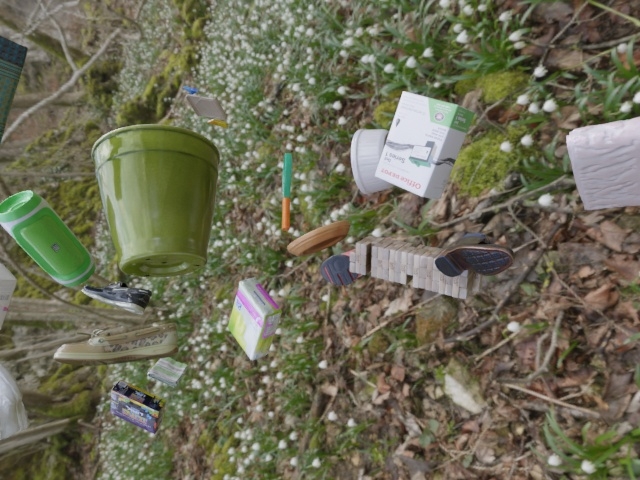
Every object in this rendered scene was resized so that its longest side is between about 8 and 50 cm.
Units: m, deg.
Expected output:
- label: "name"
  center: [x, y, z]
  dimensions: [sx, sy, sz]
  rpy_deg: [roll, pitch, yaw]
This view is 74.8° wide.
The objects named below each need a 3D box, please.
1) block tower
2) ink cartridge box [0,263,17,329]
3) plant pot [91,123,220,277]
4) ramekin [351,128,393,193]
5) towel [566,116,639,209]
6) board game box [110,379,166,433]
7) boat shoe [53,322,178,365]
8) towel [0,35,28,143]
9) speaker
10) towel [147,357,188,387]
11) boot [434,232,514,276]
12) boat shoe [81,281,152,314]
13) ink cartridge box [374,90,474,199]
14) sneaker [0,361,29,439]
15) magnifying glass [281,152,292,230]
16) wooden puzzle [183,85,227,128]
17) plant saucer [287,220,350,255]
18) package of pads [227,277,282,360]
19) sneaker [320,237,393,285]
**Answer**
- label: "block tower"
  center: [0.242, 0.063, 1.095]
  dimensions: [0.335, 0.097, 0.091]
  rpy_deg: [10, 111, 31]
- label: "ink cartridge box"
  center: [-0.740, 0.129, 0.900]
  dimensions: [0.090, 0.092, 0.143]
  rpy_deg: [28, 97, 30]
- label: "plant pot"
  center: [-0.466, -0.087, 1.235]
  dimensions: [0.366, 0.366, 0.353]
  rpy_deg: [112, 149, -69]
- label: "ramekin"
  center: [0.232, -0.325, 1.703]
  dimensions: [0.273, 0.127, 0.273]
  rpy_deg: [9, -100, -61]
- label: "towel"
  center: [0.614, -0.137, 0.695]
  dimensions: [0.317, 0.331, 0.054]
  rpy_deg: [24, -114, -52]
- label: "board game box"
  center: [-0.598, 0.545, 1.371]
  dimensions: [0.048, 0.170, 0.141]
  rpy_deg: [-62, -5, -57]
- label: "boat shoe"
  center: [-0.516, 0.266, 1.076]
  dimensions: [0.104, 0.285, 0.089]
  rpy_deg: [-36, 57, 54]
- label: "towel"
  center: [-0.873, -0.330, 0.953]
  dimensions: [0.040, 0.271, 0.370]
  rpy_deg: [18, 90, 44]
- label: "speaker"
  center: [-0.802, 0.002, 1.241]
  dimensions: [0.131, 0.131, 0.297]
  rpy_deg: [-120, 9, -49]
- label: "towel"
  center: [-0.565, 0.483, 1.564]
  dimensions: [0.023, 0.113, 0.152]
  rpy_deg: [-63, 5, 9]
- label: "boot"
  center: [0.340, 0.015, 0.889]
  dimensions: [0.082, 0.106, 0.219]
  rpy_deg: [50, 160, -8]
- label: "boat shoe"
  center: [-0.642, 0.170, 1.322]
  dimensions: [0.084, 0.233, 0.079]
  rpy_deg: [71, -148, -61]
- label: "ink cartridge box"
  center: [0.247, -0.229, 1.021]
  dimensions: [0.160, 0.092, 0.220]
  rpy_deg: [31, 113, 38]
- label: "sneaker"
  center: [-0.760, 0.380, 0.978]
  dimensions: [0.080, 0.094, 0.212]
  rpy_deg: [12, 114, 34]
- label: "magnifying glass"
  center: [-0.096, -0.140, 1.192]
  dimensions: [0.092, 0.026, 0.231]
  rpy_deg: [122, 151, -70]
- label: "wooden puzzle"
  center: [-0.244, -0.288, 0.903]
  dimensions: [0.116, 0.078, 0.014]
  rpy_deg: [82, -159, -69]
- label: "plant saucer"
  center: [0.000, 0.000, 1.228]
  dimensions: [0.200, 0.199, 0.037]
  rpy_deg: [125, 124, -73]
- label: "package of pads"
  center: [-0.287, 0.346, 1.818]
  dimensions: [0.229, 0.101, 0.297]
  rpy_deg: [44, 130, 32]
- label: "sneaker"
  center: [0.150, 0.079, 1.518]
  dimensions: [0.136, 0.313, 0.116]
  rpy_deg: [-13, -98, -65]
